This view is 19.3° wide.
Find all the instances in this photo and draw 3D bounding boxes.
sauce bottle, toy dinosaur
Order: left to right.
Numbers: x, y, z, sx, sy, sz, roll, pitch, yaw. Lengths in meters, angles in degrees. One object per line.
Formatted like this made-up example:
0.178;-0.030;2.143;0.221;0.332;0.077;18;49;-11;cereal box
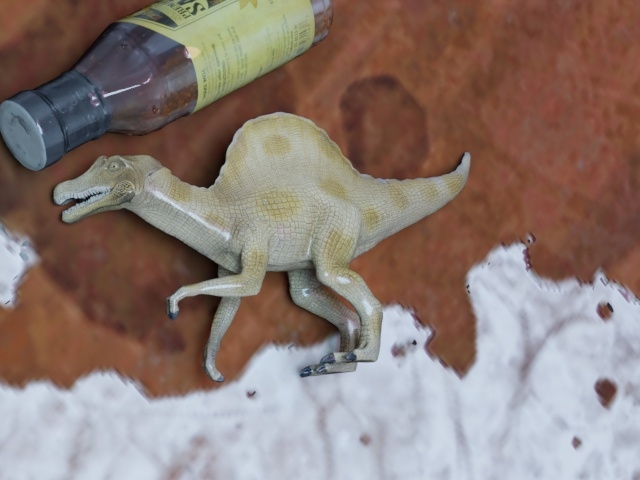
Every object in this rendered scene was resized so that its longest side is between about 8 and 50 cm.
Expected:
-0.052;-0.062;0.649;0.128;0.042;0.042;-32;99;-36;sauce bottle
0.000;0.000;0.667;0.183;0.053;0.093;-2;81;-34;toy dinosaur
